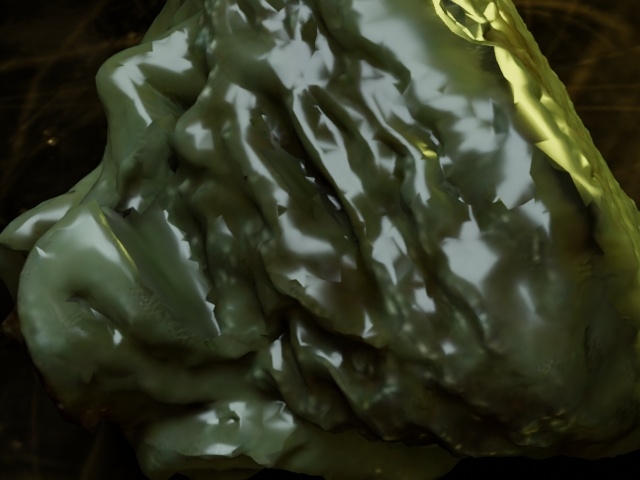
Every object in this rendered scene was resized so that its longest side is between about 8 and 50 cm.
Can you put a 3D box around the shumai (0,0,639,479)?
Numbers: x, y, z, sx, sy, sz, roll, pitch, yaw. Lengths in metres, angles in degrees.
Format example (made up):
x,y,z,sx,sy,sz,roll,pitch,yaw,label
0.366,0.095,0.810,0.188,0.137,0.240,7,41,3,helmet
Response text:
x,y,z,sx,sy,sz,roll,pitch,yaw,label
0.002,-0.001,0.654,0.218,0.189,0.256,-32,63,4,shumai
